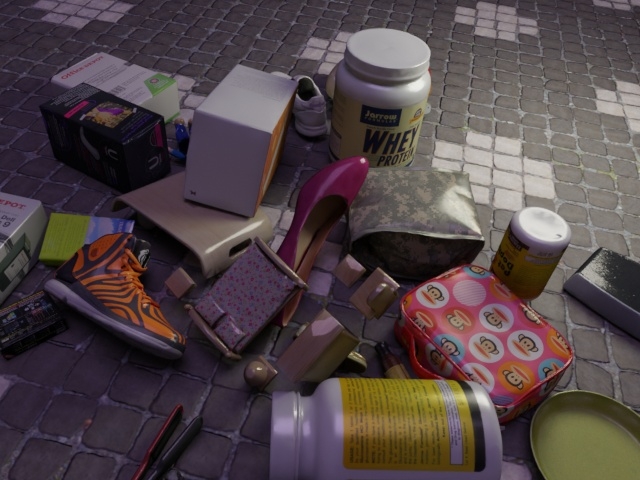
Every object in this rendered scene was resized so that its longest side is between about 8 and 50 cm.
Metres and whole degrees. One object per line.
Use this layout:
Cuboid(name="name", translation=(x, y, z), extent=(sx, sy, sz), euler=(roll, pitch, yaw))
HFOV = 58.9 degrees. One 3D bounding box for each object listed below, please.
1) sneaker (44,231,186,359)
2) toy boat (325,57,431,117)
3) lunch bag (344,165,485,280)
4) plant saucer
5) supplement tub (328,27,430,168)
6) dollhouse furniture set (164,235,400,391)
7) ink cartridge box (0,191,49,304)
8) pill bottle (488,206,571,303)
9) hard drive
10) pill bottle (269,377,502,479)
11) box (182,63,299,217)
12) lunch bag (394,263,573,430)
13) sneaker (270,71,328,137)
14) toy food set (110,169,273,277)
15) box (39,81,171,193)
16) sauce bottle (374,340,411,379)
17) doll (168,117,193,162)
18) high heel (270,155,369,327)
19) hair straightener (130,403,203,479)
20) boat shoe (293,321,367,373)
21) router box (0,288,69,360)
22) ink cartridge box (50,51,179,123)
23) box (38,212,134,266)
Cuboid(name="sneaker", translation=(-0.356, 0.086, 1.070), extent=(0.321, 0.125, 0.180), euler=(26, 68, 18))
Cuboid(name="toy boat", translation=(0.174, -0.446, 1.693), extent=(0.318, 0.148, 0.268), euler=(8, 39, 13))
Cuboid(name="lunch bag", translation=(0.189, -0.043, 1.256), extent=(0.286, 0.169, 0.235), euler=(7, 45, -5))
Cuboid(name="plant saucer", translation=(0.473, 0.371, 0.965), extent=(0.240, 0.037, 0.241), euler=(3, 45, -3))
Cuboid(name="supplement tub", translation=(0.146, -0.335, 1.431), extent=(0.235, 0.325, 0.236), euler=(3, 45, -3))
Cuboid(name="dollhouse furniture set", translation=(-0.093, 0.073, 0.995), extent=(0.355, 0.174, 0.303), euler=(42, 88, 20))
Cuboid(name="ink cartridge box", translation=(-0.709, 0.030, 1.119), extent=(0.211, 0.122, 0.289), euler=(13, 45, 6))
Cuboid(name="pill bottle", translation=(0.416, 0.044, 1.158), extent=(0.117, 0.215, 0.117), euler=(3, 45, -3))
Cuboid(name="hard drive", translation=(0.678, 0.121, 1.223), extent=(0.172, 0.054, 0.254), euler=(-33, 57, -32))
Cuboid(name="pill bottle", translation=(0.089, 0.309, 0.879), extent=(0.333, 0.188, 0.188), euler=(3, 45, -4))
Cuboid(name="box", translation=(-0.177, -0.244, 1.327), extent=(0.168, 0.215, 0.345), euler=(16, 34, -1))
Cuboid(name="lunch bag", translation=(0.284, 0.195, 1.061), extent=(0.258, 0.120, 0.293), euler=(-23, 52, -25))
Cuboid(name="sneaker", translation=(-0.063, -0.428, 1.626), extent=(0.114, 0.152, 0.305), euler=(-22, 50, -22))
Cuboid(name="toy food set", translation=(-0.287, -0.044, 1.277), extent=(0.306, 0.092, 0.219), euler=(32, 39, 22))
Cuboid(name="box", translation=(-0.520, -0.250, 1.388), extent=(0.270, 0.165, 0.143), euler=(26, 48, 18))
Cuboid(name="sauce bottle", translation=(0.140, 0.244, 1.053), extent=(0.042, 0.042, 0.128), euler=(-12, 46, -17))
Cuboid(name="doll", translation=(-0.341, -0.244, 1.485), extent=(0.129, 0.046, 0.189), euler=(-5, 52, -24))
Cuboid(name="high heel", translation=(0.000, 0.000, 1.145), extent=(0.377, 0.127, 0.181), euler=(-49, 50, 2))
Cuboid(name="hair straightener", translation=(-0.249, 0.370, 0.881), extent=(0.089, 0.047, 0.230), euler=(21, 47, 15))
Cuboid(name="boat shoe", translation=(0.023, 0.201, 1.076), extent=(0.153, 0.056, 0.048), euler=(19, 50, 23))
Cuboid(name="router box", translation=(-0.555, 0.156, 1.069), extent=(0.122, 0.038, 0.092), euler=(-29, 55, -30))
Cuboid(name="ink cartridge box", translation=(-0.561, -0.397, 1.566), extent=(0.272, 0.115, 0.198), euler=(23, 47, 16))
Cuboid(name="box", translation=(-0.489, 0.003, 1.202), extent=(0.178, 0.042, 0.109), euler=(5, 67, -2))
